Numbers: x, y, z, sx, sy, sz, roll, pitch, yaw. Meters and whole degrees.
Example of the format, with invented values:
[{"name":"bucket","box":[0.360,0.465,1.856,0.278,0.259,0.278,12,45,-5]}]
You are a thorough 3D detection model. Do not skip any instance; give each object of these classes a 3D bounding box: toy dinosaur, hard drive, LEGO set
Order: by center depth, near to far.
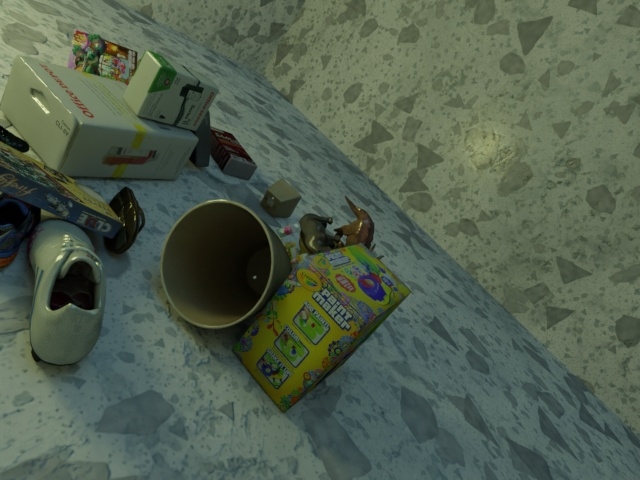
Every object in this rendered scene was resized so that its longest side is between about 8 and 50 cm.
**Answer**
[{"name":"LEGO set","box":[-0.074,0.103,1.172,0.107,0.132,0.287,-21,83,-46]},{"name":"toy dinosaur","box":[0.120,0.003,1.272,0.126,0.296,0.200,6,-8,-10]},{"name":"hard drive","box":[-0.435,-0.370,1.388,0.172,0.255,0.054,44,57,14]}]

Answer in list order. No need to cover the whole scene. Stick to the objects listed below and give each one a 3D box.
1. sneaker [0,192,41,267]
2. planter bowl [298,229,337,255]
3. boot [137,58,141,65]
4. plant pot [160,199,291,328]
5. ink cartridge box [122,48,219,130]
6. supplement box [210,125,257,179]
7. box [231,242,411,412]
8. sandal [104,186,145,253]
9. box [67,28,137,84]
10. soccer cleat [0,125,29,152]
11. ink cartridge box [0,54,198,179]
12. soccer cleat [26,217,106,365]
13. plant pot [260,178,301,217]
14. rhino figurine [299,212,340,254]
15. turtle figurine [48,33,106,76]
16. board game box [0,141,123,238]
[{"name":"sneaker","box":[-0.547,-0.045,0.748,0.083,0.087,0.221,23,24,-34]},{"name":"planter bowl","box":[-0.002,0.062,1.371,0.217,0.090,0.217,32,25,-17]},{"name":"boot","box":[-0.550,-0.478,1.417,0.090,0.207,0.248,-20,46,-21]},{"name":"plant pot","box":[-0.173,0.064,0.957,0.256,0.256,0.274,45,6,18]},{"name":"ink cartridge box","box":[-0.407,-0.405,1.156,0.087,0.153,0.208,46,23,20]},{"name":"supplement box","box":[-0.363,-0.347,1.647,0.130,0.073,0.239,8,36,-50]},{"name":"box","box":[0.012,0.173,0.926,0.177,0.279,0.289,45,23,17]},{"name":"sandal","box":[-0.439,-0.045,0.953,0.060,0.090,0.219,48,3,-42]},{"name":"box","box":[-0.721,-0.557,1.385,0.200,0.057,0.294,10,51,-33]},{"name":"soccer cleat","box":[-0.720,-0.243,0.891,0.178,0.072,0.060,23,26,-34]},{"name":"ink cartridge box","box":[-0.576,-0.310,1.127,0.279,0.160,0.384,44,21,14]},{"name":"soccer cleat","box":[-0.413,0.047,0.702,0.115,0.143,0.331,16,30,-43]},{"name":"plant pot","box":[-0.156,-0.148,1.545,0.109,0.109,0.096,44,36,14]},{"name":"rhino figurine","box":[0.000,0.000,1.279,0.106,0.073,0.243,5,38,-22]},{"name":"turtle figurine","box":[-0.707,-0.505,1.227,0.118,0.175,0.234,74,9,-52]},{"name":"board game box","box":[-0.526,-0.101,0.812,0.165,0.042,0.243,36,-1,39]}]
